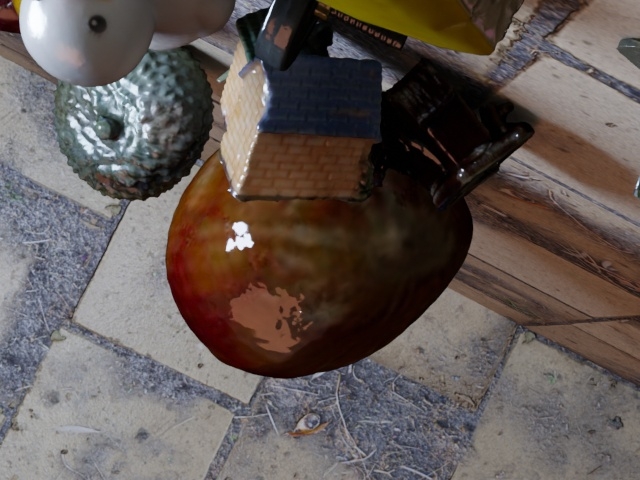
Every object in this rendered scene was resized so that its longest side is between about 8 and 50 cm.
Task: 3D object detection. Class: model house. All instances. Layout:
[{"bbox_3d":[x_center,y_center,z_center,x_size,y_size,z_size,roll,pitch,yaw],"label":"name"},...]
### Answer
[{"bbox_3d":[0.127,-0.125,1.570,0.164,0.141,0.203,49,154,3],"label":"model house"},{"bbox_3d":[-0.021,-0.160,1.527,0.166,0.172,0.183,-2,-137,-21],"label":"model house"}]

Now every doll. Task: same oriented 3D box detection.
[{"bbox_3d":[-0.204,-0.244,1.437,0.221,0.221,0.251,26,175,10],"label":"doll"}]

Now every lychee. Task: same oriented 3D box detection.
[{"bbox_3d":[-0.271,-0.187,2.126,0.255,0.255,0.274,26,-166,13],"label":"lychee"}]

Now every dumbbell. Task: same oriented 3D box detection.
[{"bbox_3d":[-0.073,-0.240,1.169,0.325,0.143,0.143,28,175,2],"label":"dumbbell"}]

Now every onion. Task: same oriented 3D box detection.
[{"bbox_3d":[-0.409,-0.313,2.039,0.150,0.140,0.150,-11,-168,2],"label":"onion"}]

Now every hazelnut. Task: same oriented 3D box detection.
[{"bbox_3d":[0.000,0.000,1.935,0.421,0.352,0.421,-10,172,-1],"label":"hazelnut"}]

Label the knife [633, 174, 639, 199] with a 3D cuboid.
[{"bbox_3d":[0.334,-0.046,1.359,0.044,0.080,0.331,29,180,20],"label":"knife"}]

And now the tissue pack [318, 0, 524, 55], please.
[{"bbox_3d":[0.014,-0.231,0.853,0.192,0.134,0.271,25,174,30],"label":"tissue pack"}]

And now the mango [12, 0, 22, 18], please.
[{"bbox_3d":[-0.307,-0.301,1.812,0.175,0.139,0.254,42,178,-20],"label":"mango"}]

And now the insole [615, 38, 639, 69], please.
[{"bbox_3d":[0.316,-0.113,1.166,0.192,0.010,0.063,31,173,-27],"label":"insole"}]

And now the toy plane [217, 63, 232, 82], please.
[{"bbox_3d":[-0.028,-0.187,1.824,0.286,0.092,0.108,19,149,55],"label":"toy plane"}]
